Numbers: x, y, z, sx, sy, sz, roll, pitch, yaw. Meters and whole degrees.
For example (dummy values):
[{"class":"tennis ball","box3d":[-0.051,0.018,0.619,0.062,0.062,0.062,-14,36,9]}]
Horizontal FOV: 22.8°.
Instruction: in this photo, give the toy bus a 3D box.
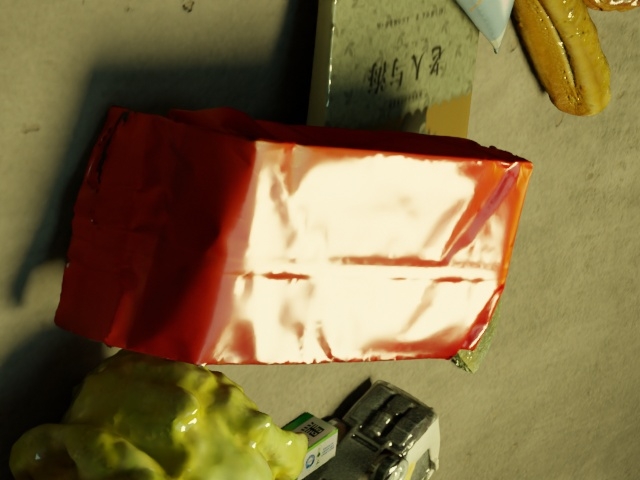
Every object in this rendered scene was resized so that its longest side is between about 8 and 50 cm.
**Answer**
[{"class":"toy bus","box3d":[-0.002,0.306,1.661,0.342,0.097,0.138,-47,148,-26]}]

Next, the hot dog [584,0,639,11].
[{"class":"hot dog","box3d":[0.351,-0.348,1.708,0.160,0.099,0.226,20,93,-61]}]

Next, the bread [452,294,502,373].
[{"class":"bread","box3d":[0.175,0.078,1.823,0.112,0.036,0.193,-58,150,-11]}]

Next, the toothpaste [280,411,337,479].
[{"class":"toothpaste","box3d":[-0.054,0.228,1.575,0.178,0.043,0.037,-29,133,-45]}]

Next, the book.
[{"class":"book","box3d":[0.068,-0.124,1.451,0.269,0.032,0.388,-21,122,-52]}]

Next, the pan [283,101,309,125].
[{"class":"pan","box3d":[-0.034,-0.032,1.407,0.212,0.040,0.115,-53,145,-18]}]

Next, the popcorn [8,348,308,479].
[{"class":"popcorn","box3d":[-0.127,0.207,1.260,0.255,0.195,0.256,-6,85,-29]}]

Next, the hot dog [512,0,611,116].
[{"class":"hot dog","box3d":[0.250,-0.223,1.660,0.061,0.088,0.286,-61,153,-16]}]

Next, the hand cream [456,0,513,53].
[{"class":"hand cream","box3d":[0.135,-0.247,1.432,0.256,0.055,0.088,29,72,-66]}]

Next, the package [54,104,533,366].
[{"class":"package","box3d":[0.000,0.000,1.295,0.424,0.123,0.195,4,103,-40]}]
